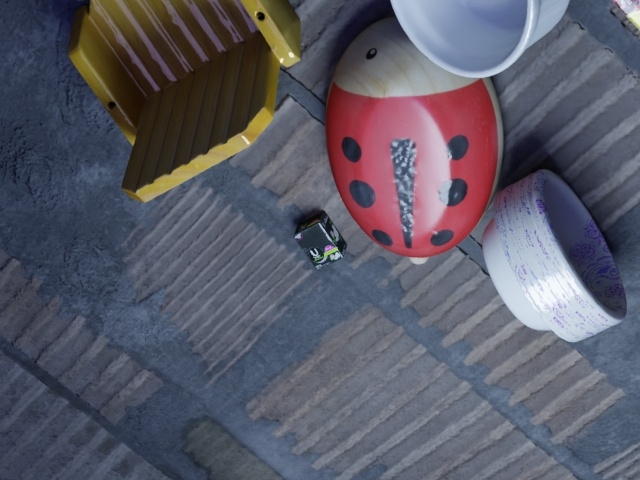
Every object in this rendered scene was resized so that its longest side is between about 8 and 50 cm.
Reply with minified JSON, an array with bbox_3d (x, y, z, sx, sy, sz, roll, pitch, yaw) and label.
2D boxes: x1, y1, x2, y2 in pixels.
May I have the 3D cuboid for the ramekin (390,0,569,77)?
[{"bbox_3d":[0.242,-0.397,1.638,0.277,0.135,0.277,31,138,33],"label":"ramekin"}]

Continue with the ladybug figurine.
[{"bbox_3d":[0.153,-0.148,1.842,0.305,0.162,0.449,-3,118,14],"label":"ladybug figurine"}]

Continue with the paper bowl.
[{"bbox_3d":[0.377,0.035,1.822,0.148,0.284,0.284,-29,109,26],"label":"paper bowl"}]

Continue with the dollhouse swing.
[{"bbox_3d":[-0.247,-0.294,1.771,0.347,0.305,0.315,-25,111,25],"label":"dollhouse swing"}]

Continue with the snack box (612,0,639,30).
[{"bbox_3d":[0.544,-0.396,1.667,0.207,0.070,0.174,43,119,-13],"label":"snack box"}]

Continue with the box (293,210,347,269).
[{"bbox_3d":[0.000,0.000,2.024,0.062,0.052,0.083,-26,110,23],"label":"box"}]
